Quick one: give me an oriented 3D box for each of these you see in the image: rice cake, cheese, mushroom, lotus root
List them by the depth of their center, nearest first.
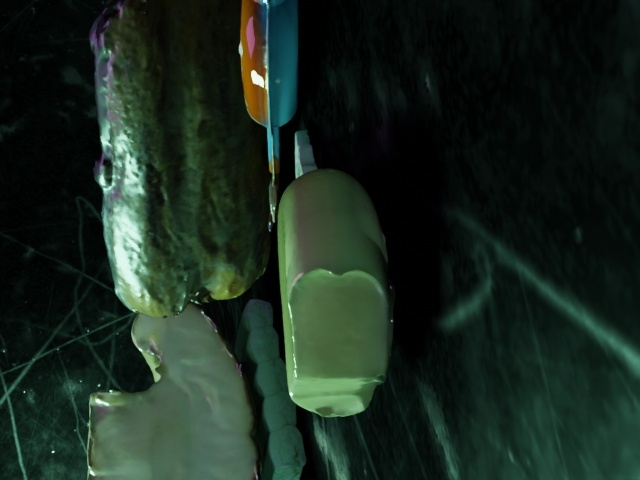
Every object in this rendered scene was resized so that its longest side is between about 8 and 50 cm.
[{"bbox_3d":[0.000,0.000,0.575,0.255,0.050,0.127,-101,8,-64],"label":"cheese"},{"bbox_3d":[-0.033,-0.100,0.671,0.256,0.037,0.106,95,177,-61],"label":"cheese"},{"bbox_3d":[-0.087,-0.068,0.768,0.078,0.167,0.329,33,140,33],"label":"lotus root"},{"bbox_3d":[-0.127,0.203,0.931,0.151,0.156,0.285,83,-173,-75],"label":"mushroom"},{"bbox_3d":[-0.054,0.177,0.986,0.198,0.037,0.189,107,151,-65],"label":"rice cake"}]
